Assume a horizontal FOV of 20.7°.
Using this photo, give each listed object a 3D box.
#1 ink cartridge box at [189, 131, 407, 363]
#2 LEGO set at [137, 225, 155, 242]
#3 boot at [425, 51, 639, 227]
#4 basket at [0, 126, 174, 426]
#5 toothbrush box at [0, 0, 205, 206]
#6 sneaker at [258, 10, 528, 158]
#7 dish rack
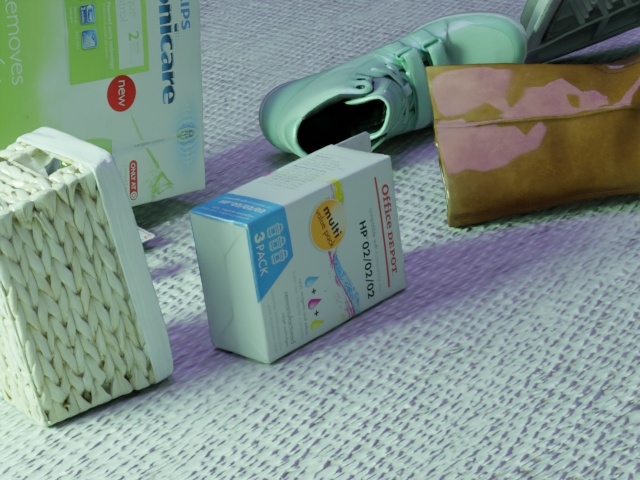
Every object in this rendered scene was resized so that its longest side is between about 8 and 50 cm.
[{"bbox_3d":[0.000,0.000,1.234,0.061,0.104,0.181,13,30,42],"label":"ink cartridge box"},{"bbox_3d":[-0.240,-0.005,1.406,0.182,0.060,0.244,-24,26,-26],"label":"LEGO set"},{"bbox_3d":[0.226,-0.134,1.411,0.280,0.096,0.264,-6,64,10],"label":"boot"},{"bbox_3d":[-0.181,0.025,1.161,0.103,0.167,0.113,-25,27,-27],"label":"basket"},{"bbox_3d":[-0.237,-0.122,1.401,0.122,0.206,0.283,14,21,42],"label":"toothbrush box"},{"bbox_3d":[0.080,-0.124,1.530,0.255,0.094,0.151,-21,17,-6],"label":"sneaker"},{"bbox_3d":[0.313,-0.269,1.593,0.285,0.072,0.333,-21,-7,-3],"label":"dish rack"}]
